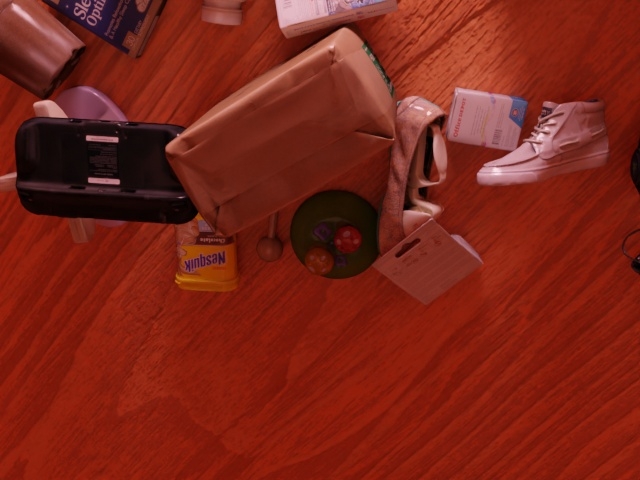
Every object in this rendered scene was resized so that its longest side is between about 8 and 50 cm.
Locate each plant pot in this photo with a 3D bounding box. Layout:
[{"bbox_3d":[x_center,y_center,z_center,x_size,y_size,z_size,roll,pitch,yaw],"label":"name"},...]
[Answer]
[{"bbox_3d":[-0.512,-0.343,1.128,0.165,0.167,0.167,37,112,-16],"label":"plant pot"}]

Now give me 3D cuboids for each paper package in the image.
[{"bbox_3d":[-0.042,-0.189,1.037,0.309,0.325,0.168,-27,107,17],"label":"paper package"}]

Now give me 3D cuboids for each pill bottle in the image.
[{"bbox_3d":[-0.157,-0.445,1.070,0.094,0.094,0.170,9,113,3],"label":"pill bottle"}]

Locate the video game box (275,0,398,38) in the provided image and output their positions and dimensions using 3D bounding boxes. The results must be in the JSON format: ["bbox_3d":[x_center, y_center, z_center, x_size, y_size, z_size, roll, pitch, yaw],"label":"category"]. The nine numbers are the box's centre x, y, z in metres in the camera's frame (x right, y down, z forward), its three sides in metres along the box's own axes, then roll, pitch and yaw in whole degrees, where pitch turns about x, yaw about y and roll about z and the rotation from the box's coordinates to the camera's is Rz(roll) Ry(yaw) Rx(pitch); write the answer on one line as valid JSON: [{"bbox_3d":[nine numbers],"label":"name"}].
[{"bbox_3d":[0.014,-0.442,1.031,0.187,0.048,0.205,-10,82,13],"label":"video game box"}]

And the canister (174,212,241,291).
[{"bbox_3d":[-0.224,0.007,1.279,0.126,0.073,0.170,2,111,6],"label":"canister"}]

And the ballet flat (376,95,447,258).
[{"bbox_3d":[0.167,-0.092,1.161,0.106,0.107,0.316,19,119,33],"label":"ballet flat"}]

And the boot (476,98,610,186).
[{"bbox_3d":[0.370,-0.169,1.094,0.258,0.095,0.124,-14,105,-21],"label":"boot"}]

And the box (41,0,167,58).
[{"bbox_3d":[-0.389,-0.436,1.136,0.225,0.036,0.136,32,112,-5],"label":"box"}]

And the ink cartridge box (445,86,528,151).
[{"bbox_3d":[0.285,-0.212,1.136,0.122,0.052,0.089,9,113,1],"label":"ink cartridge box"}]

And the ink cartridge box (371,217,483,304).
[{"bbox_3d":[0.196,0.034,1.218,0.145,0.045,0.179,-39,127,20],"label":"ink cartridge box"}]

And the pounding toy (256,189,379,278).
[{"bbox_3d":[0.000,0.000,1.228,0.236,0.110,0.183,15,113,0],"label":"pounding toy"}]

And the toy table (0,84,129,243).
[{"bbox_3d":[-0.436,-0.135,1.199,0.252,0.161,0.274,-18,108,13],"label":"toy table"}]

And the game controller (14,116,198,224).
[{"bbox_3d":[-0.354,-0.116,1.087,0.319,0.067,0.167,4,97,4],"label":"game controller"}]

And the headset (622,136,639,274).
[{"bbox_3d":[0.631,-0.086,1.074,0.243,0.185,0.394,18,128,0],"label":"headset"}]
